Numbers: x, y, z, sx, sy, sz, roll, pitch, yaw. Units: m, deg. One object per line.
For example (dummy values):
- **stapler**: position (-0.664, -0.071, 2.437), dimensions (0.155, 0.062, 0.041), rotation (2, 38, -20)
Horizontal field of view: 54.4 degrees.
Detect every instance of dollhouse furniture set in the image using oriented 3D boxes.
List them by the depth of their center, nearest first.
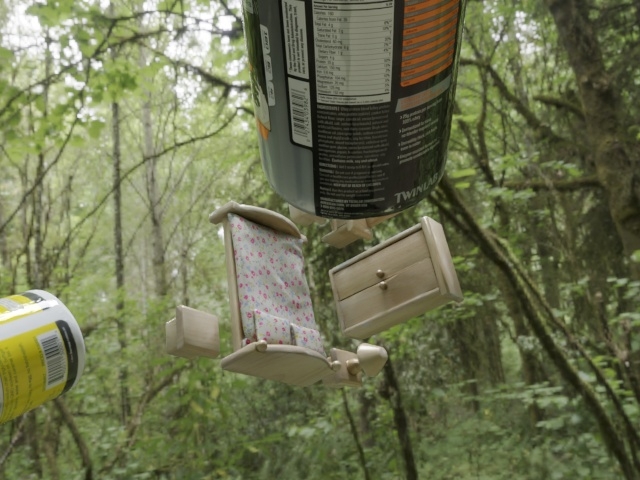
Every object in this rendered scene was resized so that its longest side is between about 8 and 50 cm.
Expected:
- **dollhouse furniture set**: position (0.000, 0.000, 0.751), dimensions (0.174, 0.303, 0.356), rotation (-29, -34, 29)

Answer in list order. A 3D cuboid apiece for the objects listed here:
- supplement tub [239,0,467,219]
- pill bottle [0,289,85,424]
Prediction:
- **supplement tub**: position (0.029, -0.189, 0.548), dimensions (0.194, 0.193, 0.315), rotation (-6, -47, -5)
- **pill bottle**: position (-0.343, 0.128, 0.586), dimensions (0.119, 0.119, 0.208), rotation (-15, 3, 32)
